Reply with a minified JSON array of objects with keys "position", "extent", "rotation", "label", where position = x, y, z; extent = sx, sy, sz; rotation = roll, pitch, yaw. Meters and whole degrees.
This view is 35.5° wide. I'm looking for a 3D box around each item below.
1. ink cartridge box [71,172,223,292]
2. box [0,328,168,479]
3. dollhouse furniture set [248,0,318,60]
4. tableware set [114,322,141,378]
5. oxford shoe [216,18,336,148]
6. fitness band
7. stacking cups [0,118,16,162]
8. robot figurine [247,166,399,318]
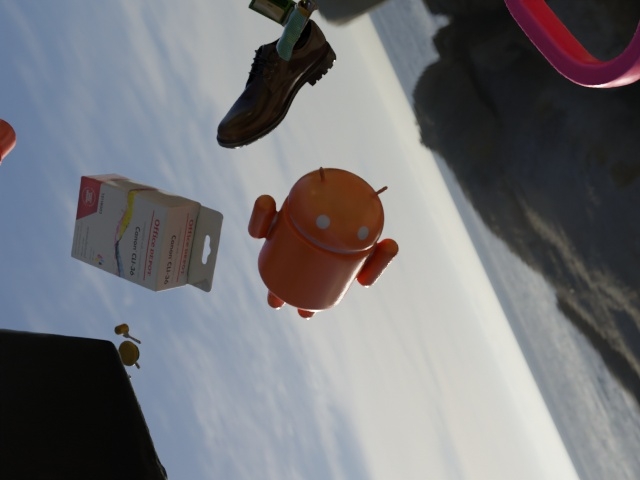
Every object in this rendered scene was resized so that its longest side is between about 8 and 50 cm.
[{"position":[-0.227,-0.007,1.296],"extent":[0.067,0.198,0.115],"rotation":[-11,-65,-56],"label":"ink cartridge box"},{"position":[-0.438,0.330,0.878],"extent":[0.479,0.472,0.297],"rotation":[10,-161,-26],"label":"box"},{"position":[-0.049,-0.274,1.189],"extent":[0.058,0.076,0.152],"rotation":[27,-163,-15],"label":"dollhouse furniture set"},{"position":[-0.384,0.229,1.870],"extent":[0.104,0.154,0.024],"rotation":[27,-163,27],"label":"tableware set"},{"position":[-0.076,-0.223,1.387],"extent":[0.082,0.227,0.096],"rotation":[21,154,37],"label":"oxford shoe"},{"position":[0.310,-0.313,1.178],"extent":[0.291,0.054,0.209],"rotation":[62,144,33],"label":"fitness band"},{"position":[-0.573,-0.095,1.551],"extent":[0.096,0.096,0.316],"rotation":[62,-147,-28],"label":"stacking cups"},{"position":[-0.002,0.000,1.238],"extent":[0.158,0.219,0.128],"rotation":[45,-138,19],"label":"robot figurine"}]
